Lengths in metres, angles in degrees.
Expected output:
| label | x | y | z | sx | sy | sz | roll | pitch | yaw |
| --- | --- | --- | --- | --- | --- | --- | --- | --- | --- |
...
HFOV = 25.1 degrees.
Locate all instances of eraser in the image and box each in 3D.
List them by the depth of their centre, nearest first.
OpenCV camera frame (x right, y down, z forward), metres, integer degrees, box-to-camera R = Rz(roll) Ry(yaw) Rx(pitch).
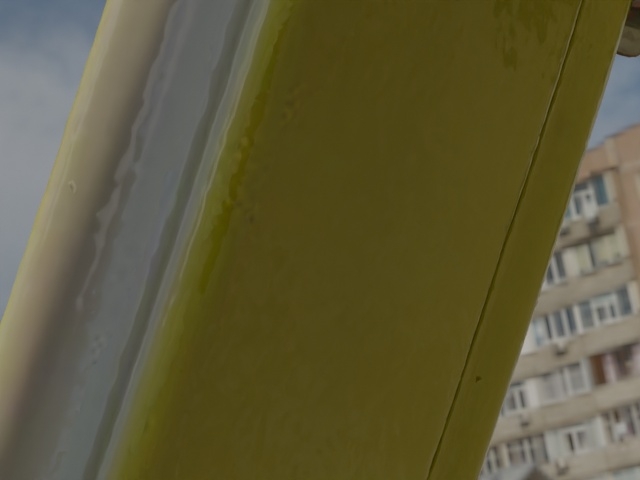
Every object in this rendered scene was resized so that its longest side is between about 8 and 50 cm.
| label | x | y | z | sx | sy | sz | roll | pitch | yaw |
| --- | --- | --- | --- | --- | --- | --- | --- | --- | --- |
| eraser | 0.000 | 0.000 | 0.390 | 0.069 | 0.226 | 0.158 | 18 | -1 | 36 |

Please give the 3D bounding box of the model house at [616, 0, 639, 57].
| label | x | y | z | sx | sy | sz | roll | pitch | yaw |
| --- | --- | --- | --- | --- | --- | --- | --- | --- | --- |
| model house | 0.286 | -0.221 | 0.682 | 0.244 | 0.326 | 0.169 | 16 | 1 | 1 |
